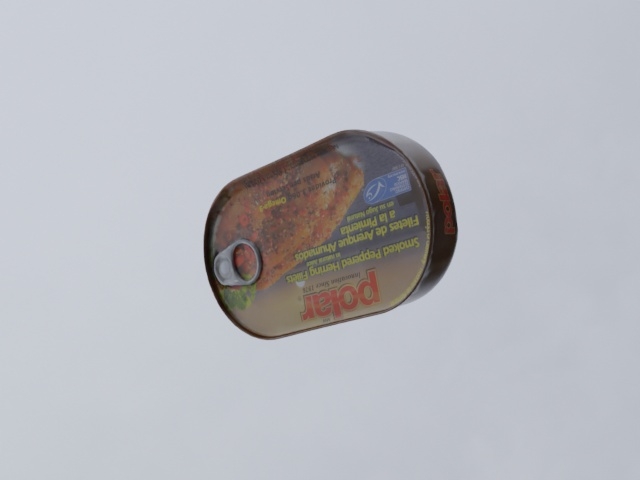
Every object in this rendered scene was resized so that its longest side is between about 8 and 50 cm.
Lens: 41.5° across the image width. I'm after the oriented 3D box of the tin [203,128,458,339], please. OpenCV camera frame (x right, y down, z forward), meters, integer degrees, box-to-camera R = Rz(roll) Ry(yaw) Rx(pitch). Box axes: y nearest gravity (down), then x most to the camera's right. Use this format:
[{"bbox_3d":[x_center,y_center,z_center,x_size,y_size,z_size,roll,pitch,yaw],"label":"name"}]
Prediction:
[{"bbox_3d":[0.000,0.000,0.513,0.040,0.189,0.106,-4,-100,-47],"label":"tin"}]
